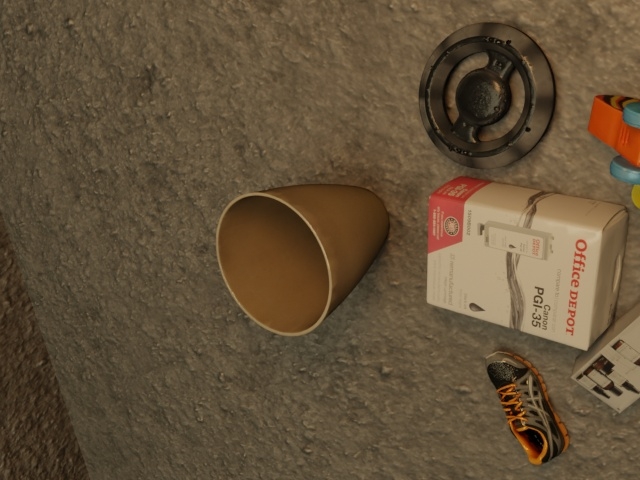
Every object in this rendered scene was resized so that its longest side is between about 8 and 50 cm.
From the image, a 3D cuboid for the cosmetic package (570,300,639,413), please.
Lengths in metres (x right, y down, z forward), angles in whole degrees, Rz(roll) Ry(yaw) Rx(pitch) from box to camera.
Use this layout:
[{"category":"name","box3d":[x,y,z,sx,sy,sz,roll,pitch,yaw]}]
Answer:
[{"category":"cosmetic package","box3d":[0.497,0.158,1.141,0.099,0.060,0.239,35,129,5]}]

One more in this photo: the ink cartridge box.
[{"category":"ink cartridge box","box3d":[0.322,0.028,1.202,0.283,0.117,0.207,15,118,35]}]

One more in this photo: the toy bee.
[{"category":"toy bee","box3d":[0.461,-0.108,0.967,0.162,0.298,0.195,4,138,0]}]

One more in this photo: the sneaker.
[{"category":"sneaker","box3d":[0.356,0.293,1.317,0.084,0.083,0.214,-40,81,44]}]

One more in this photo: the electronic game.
[{"category":"electronic game","box3d":[0.259,-0.227,1.190,0.229,0.048,0.229,10,107,35]}]

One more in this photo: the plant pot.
[{"category":"plant pot","box3d":[0.000,0.000,1.352,0.257,0.274,0.256,18,119,34]}]
